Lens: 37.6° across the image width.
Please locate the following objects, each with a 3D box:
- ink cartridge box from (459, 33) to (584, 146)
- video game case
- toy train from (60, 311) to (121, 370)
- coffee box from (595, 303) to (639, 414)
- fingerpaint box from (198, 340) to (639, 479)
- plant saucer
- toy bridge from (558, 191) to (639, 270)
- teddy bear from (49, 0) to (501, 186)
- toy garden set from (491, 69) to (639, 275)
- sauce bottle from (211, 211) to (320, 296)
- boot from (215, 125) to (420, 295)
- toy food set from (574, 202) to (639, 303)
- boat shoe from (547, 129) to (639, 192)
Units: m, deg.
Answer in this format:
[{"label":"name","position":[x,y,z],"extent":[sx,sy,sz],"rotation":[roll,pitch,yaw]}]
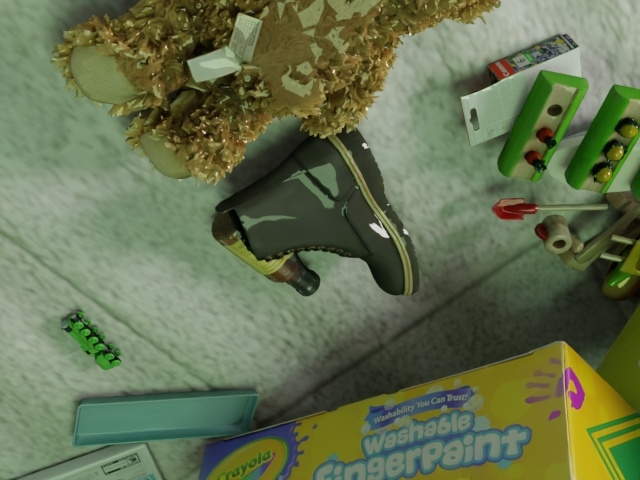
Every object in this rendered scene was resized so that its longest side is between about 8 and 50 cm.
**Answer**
[{"label":"ink cartridge box","position":[0.178,-0.135,0.847],"extent":[0.115,0.029,0.062],"rotation":[-22,134,-1]},{"label":"video game case","position":[-0.252,0.288,1.049],"extent":[0.157,0.019,0.143],"rotation":[-19,134,-7]},{"label":"toy train","position":[-0.218,0.097,0.896],"extent":[0.024,0.017,0.083],"rotation":[-21,135,11]},{"label":"coffee box","position":[0.556,0.142,0.965],"extent":[0.334,0.338,0.338],"rotation":[35,89,-39]},{"label":"fingerpaint box","position":[0.145,0.311,0.990],"extent":[0.445,0.163,0.371],"rotation":[-22,134,32]},{"label":"plant saucer","position":[-0.163,0.185,0.996],"extent":[0.192,0.018,0.067],"rotation":[0,129,-23]},{"label":"toy bridge","position":[0.329,-0.037,0.996],"extent":[0.063,0.026,0.188],"rotation":[18,121,-35]},{"label":"teddy bear","position":[-0.030,-0.168,0.694],"extent":[0.245,0.113,0.338],"rotation":[34,117,-27]},{"label":"toy garden set","position":[0.285,-0.041,0.879],"extent":[0.244,0.049,0.203],"rotation":[9,134,-9]},{"label":"sauce bottle","position":[-0.047,0.013,0.876],"extent":[0.042,0.042,0.128],"rotation":[-38,135,12]},{"label":"boot","position":[0.000,0.000,0.845],"extent":[0.137,0.077,0.198],"rotation":[-35,122,-10]},{"label":"toy food set","position":[0.366,0.021,1.028],"extent":[0.132,0.038,0.192],"rotation":[-43,143,17]},{"label":"boat shoe","position":[0.308,-0.094,0.908],"extent":[0.184,0.063,0.066],"rotation":[-8,135,8]}]
